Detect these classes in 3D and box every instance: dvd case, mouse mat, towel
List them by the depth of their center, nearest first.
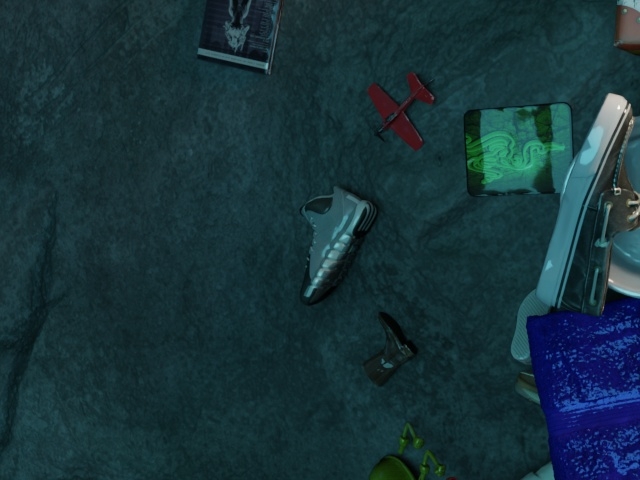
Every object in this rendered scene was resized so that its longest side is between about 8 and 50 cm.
[{"bbox_3d":[0.448,0.241,1.487,0.227,0.076,0.308,-14,68,16],"label":"towel"},{"bbox_3d":[0.337,-0.154,1.657,0.189,0.007,0.153,-1,96,29],"label":"mouse mat"},{"bbox_3d":[-0.150,-0.444,1.870,0.164,0.018,0.221,17,103,24],"label":"dvd case"}]

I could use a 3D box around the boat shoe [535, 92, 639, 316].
[{"bbox_3d":[0.417,-0.046,1.427,0.119,0.121,0.335,18,115,17],"label":"boat shoe"}]

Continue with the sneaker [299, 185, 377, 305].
[{"bbox_3d":[0.000,0.000,1.817,0.132,0.086,0.229,37,101,24],"label":"sneaker"}]

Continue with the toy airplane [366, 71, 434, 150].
[{"bbox_3d":[0.148,-0.236,1.733,0.151,0.028,0.151,4,99,26],"label":"toy airplane"}]

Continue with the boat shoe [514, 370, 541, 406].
[{"bbox_3d":[0.482,0.251,1.578,0.324,0.123,0.117,11,79,23],"label":"boat shoe"}]

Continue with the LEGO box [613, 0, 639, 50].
[{"bbox_3d":[0.686,-0.446,1.334,0.499,0.193,0.373,5,98,27],"label":"LEGO box"}]

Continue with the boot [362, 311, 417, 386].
[{"bbox_3d":[0.110,0.204,1.805,0.114,0.037,0.106,-45,73,29],"label":"boot"}]

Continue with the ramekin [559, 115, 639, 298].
[{"bbox_3d":[0.523,-0.056,1.499,0.277,0.135,0.277,4,99,27],"label":"ramekin"}]

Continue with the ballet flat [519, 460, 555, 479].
[{"bbox_3d":[0.455,0.422,1.611,0.400,0.139,0.139,-3,95,24],"label":"ballet flat"}]

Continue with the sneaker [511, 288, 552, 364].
[{"bbox_3d":[0.367,0.151,1.660,0.051,0.070,0.134,12,72,35],"label":"sneaker"}]

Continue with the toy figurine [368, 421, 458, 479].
[{"bbox_3d":[0.131,0.504,1.650,0.363,0.217,0.191,53,137,39],"label":"toy figurine"}]
